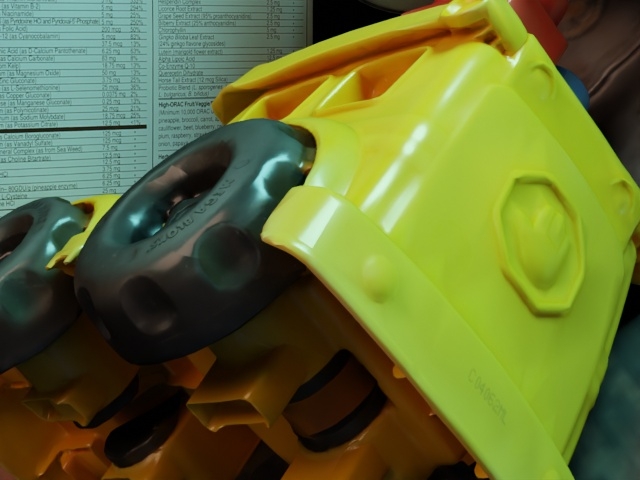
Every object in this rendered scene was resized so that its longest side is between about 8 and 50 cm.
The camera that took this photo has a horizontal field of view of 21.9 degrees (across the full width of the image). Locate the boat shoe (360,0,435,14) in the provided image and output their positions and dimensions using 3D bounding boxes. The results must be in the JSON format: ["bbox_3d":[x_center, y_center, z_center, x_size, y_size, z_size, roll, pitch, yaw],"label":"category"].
[{"bbox_3d":[0.037,-0.202,0.735,0.094,0.109,0.302,117,161,-51],"label":"boat shoe"}]

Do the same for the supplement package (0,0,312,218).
[{"bbox_3d":[-0.112,-0.112,0.673,0.194,0.149,0.203,14,105,57],"label":"supplement package"}]

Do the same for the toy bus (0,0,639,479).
[{"bbox_3d":[0.000,0.000,0.546,0.220,0.149,0.211,-12,37,46],"label":"toy bus"}]
